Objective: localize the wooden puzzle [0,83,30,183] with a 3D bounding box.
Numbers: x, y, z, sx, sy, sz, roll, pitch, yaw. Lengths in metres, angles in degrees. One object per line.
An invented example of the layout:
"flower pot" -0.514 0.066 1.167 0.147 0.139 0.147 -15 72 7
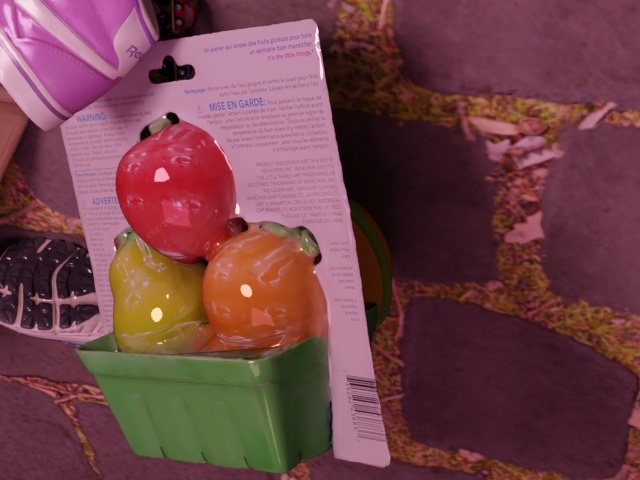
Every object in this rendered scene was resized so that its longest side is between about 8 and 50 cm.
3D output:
"wooden puzzle" -0.455 -0.041 1.395 0.322 0.080 0.348 5 133 -39

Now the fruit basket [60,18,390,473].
"fruit basket" -0.082 0.006 1.299 0.327 0.165 0.353 -2 97 43

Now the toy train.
"toy train" -0.115 -0.189 1.269 0.036 0.027 0.158 6 138 1

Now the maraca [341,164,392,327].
"maraca" 0.000 0.000 1.376 0.127 0.099 0.186 -10 108 38

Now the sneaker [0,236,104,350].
"sneaker" -0.216 0.086 1.550 0.283 0.110 0.122 11 142 11

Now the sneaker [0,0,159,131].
"sneaker" -0.238 -0.243 1.228 0.161 0.102 0.282 -37 101 10
